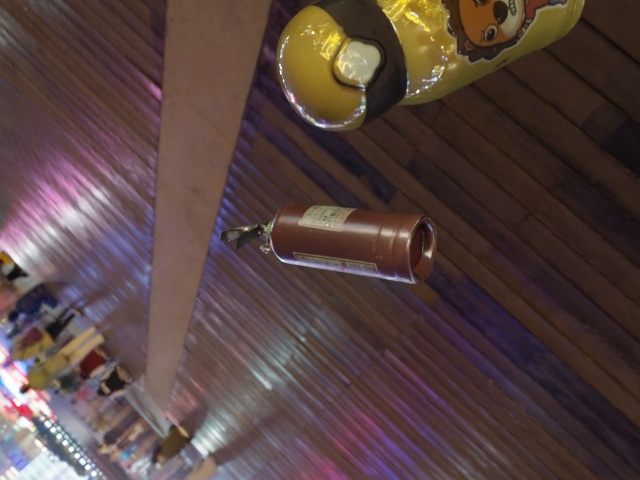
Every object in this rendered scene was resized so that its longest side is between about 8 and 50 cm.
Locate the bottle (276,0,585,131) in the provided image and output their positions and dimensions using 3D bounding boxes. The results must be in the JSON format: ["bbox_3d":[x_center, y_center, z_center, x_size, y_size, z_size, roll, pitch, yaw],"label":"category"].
[{"bbox_3d":[0.115,-0.239,0.733,0.171,0.351,0.171,52,163,24],"label":"bottle"}]

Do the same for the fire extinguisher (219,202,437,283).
[{"bbox_3d":[0.000,0.000,0.694,0.231,0.099,0.071,7,110,30],"label":"fire extinguisher"}]
